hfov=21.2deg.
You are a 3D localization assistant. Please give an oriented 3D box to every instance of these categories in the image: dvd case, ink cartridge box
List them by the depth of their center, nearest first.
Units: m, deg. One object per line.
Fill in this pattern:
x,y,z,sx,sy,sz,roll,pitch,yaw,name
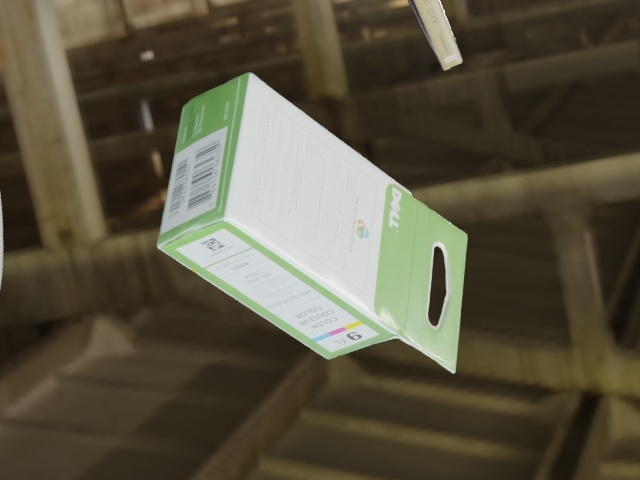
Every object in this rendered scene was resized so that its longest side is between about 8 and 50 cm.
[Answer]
0.024,-0.226,1.005,0.018,0.221,0.164,-24,-148,5,dvd case
0.000,0.000,1.062,0.062,0.109,0.209,-23,136,38,ink cartridge box

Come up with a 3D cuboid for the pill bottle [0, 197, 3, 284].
-0.371,-0.004,1.145,0.283,0.161,0.161,-5,-174,-28,pill bottle
